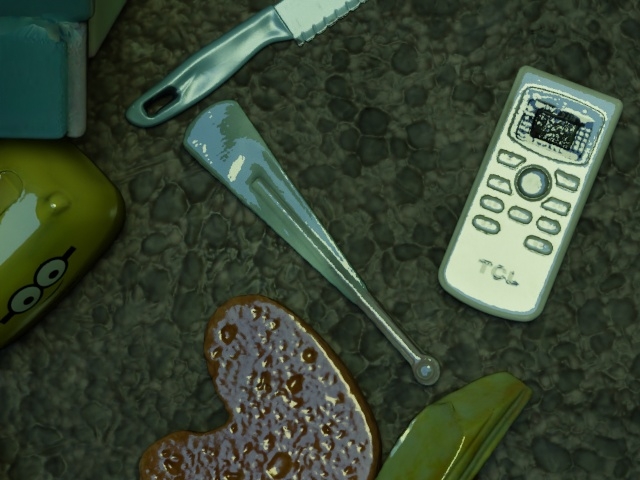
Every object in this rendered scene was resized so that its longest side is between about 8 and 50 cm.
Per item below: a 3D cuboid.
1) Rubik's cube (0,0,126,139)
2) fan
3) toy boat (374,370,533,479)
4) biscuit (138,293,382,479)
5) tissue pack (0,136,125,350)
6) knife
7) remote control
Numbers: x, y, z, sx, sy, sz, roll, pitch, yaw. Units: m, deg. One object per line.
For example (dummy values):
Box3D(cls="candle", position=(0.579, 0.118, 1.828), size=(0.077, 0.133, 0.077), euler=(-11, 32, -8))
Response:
Box3D(cls="Rubik's cube", position=(-0.287, -0.253, 0.893), size=(0.387, 0.368, 0.358), euler=(1, 127, -12))
Box3D(cls="fan", position=(0.000, 0.000, 1.002), size=(0.057, 0.023, 0.282), euler=(-42, 83, -8))
Box3D(cls="toy boat", position=(0.091, 0.167, 0.959), size=(0.172, 0.066, 0.065), euler=(-52, 48, -1))
Box3D(cls="biscuit", position=(-0.058, 0.153, 0.987), size=(0.192, 0.036, 0.186), euler=(-38, 80, 2))
Box3D(cls="tissue pack", position=(-0.241, -0.002, 0.974), size=(0.123, 0.127, 0.178), euler=(44, 90, 10))
Box3D(cls="knife", position=(-0.021, -0.177, 1.021), size=(0.313, 0.019, 0.044), euler=(-35, 90, 2))
Box3D(cls="remote control", position=(0.159, -0.033, 0.984), size=(0.087, 0.029, 0.190), euler=(23, 88, 8))
